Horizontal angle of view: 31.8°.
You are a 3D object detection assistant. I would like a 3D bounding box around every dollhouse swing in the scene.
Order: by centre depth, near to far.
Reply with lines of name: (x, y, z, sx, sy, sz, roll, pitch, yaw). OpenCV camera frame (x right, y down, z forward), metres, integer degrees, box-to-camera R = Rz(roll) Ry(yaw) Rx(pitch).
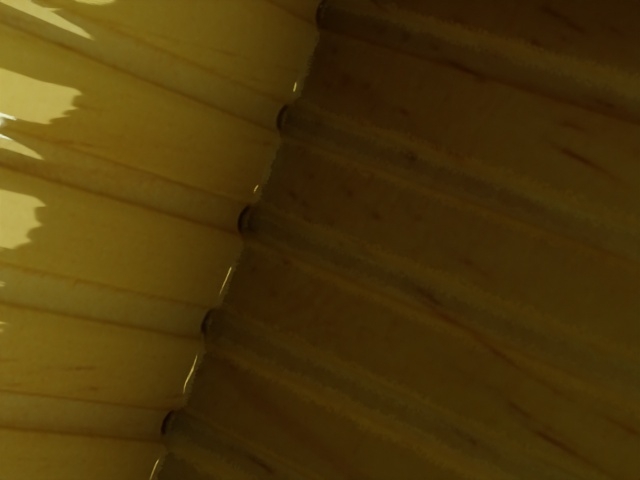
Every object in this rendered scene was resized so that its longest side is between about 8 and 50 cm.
dollhouse swing: (-0.043, 0.032, 0.241, 0.305, 0.315, 0.346, 17, 95, -64)
